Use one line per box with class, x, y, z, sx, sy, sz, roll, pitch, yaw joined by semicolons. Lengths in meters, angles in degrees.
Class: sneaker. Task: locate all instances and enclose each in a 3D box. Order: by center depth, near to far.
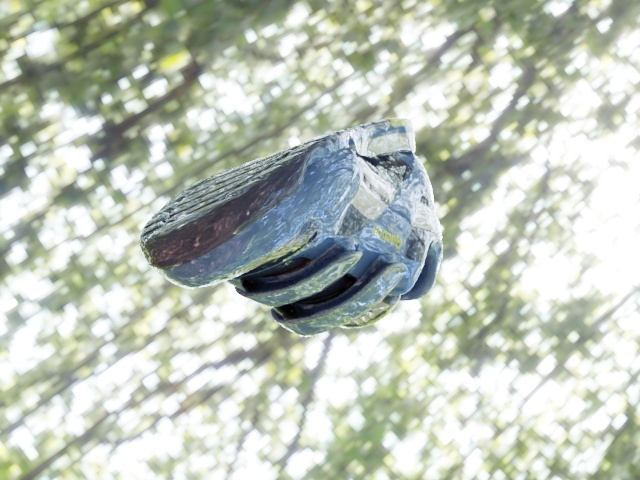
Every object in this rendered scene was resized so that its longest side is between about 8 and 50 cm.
sneaker;0.000;0.000;0.534;0.053;0.144;0.059;-17;-89;28
